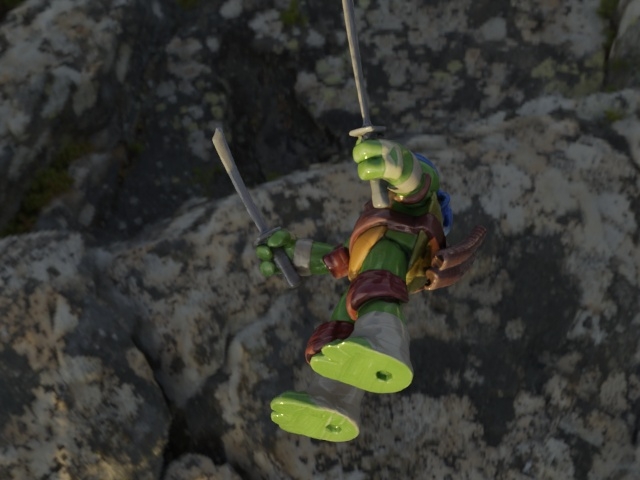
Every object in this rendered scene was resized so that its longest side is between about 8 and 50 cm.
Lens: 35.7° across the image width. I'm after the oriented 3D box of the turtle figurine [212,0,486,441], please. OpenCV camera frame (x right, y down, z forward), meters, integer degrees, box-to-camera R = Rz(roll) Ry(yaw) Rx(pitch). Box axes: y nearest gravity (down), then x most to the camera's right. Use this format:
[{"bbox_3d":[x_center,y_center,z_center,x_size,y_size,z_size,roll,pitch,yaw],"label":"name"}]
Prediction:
[{"bbox_3d":[0.000,0.000,0.793,0.198,0.275,0.266,-18,41,30],"label":"turtle figurine"}]
